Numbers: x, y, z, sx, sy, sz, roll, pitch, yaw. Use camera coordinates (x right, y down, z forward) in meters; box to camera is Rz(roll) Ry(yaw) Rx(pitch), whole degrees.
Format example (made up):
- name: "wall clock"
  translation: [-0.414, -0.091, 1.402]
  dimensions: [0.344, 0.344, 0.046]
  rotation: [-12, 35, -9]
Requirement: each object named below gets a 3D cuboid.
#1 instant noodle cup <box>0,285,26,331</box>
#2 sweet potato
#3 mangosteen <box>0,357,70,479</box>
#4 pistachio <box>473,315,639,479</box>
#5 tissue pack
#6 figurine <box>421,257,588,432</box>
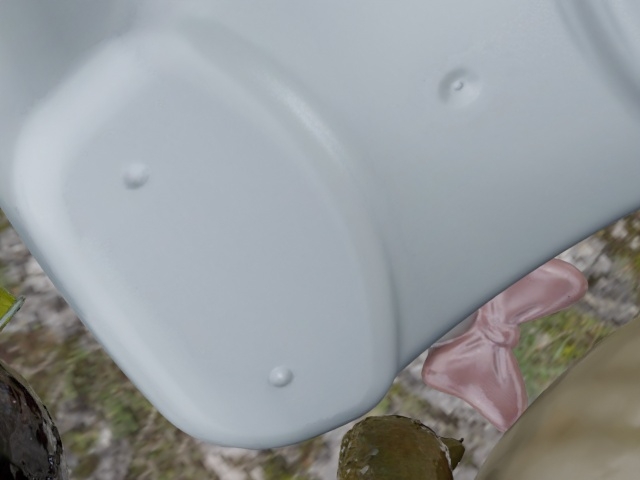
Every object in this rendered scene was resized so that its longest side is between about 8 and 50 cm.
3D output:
- name: "instant noodle cup"
  translation: [-0.333, 0.064, 1.210]
  dimensions: [0.153, 0.205, 0.205]
  rotation: [43, 111, -7]
- name: "sweet potato"
  translation: [0.012, 0.184, 0.908]
  dimensions: [0.124, 0.310, 0.098]
  rotation: [23, 129, 28]
- name: "mangosteen"
  translation: [-0.273, 0.147, 1.015]
  dimensions: [0.250, 0.211, 0.211]
  rotation: [17, 105, 35]
- name: "pistachio"
  translation: [0.218, 0.209, 1.001]
  dimensions: [0.281, 0.365, 0.445]
  rotation: [35, 113, -1]
- name: "tissue pack"
  translation: [0.022, -0.099, 0.675]
  dimensions: [0.333, 0.236, 0.229]
  rotation: [-32, 125, 1]
- name: "figurine"
  translation: [-0.004, -0.003, 1.372]
  dimensions: [0.421, 0.193, 0.154]
  rotation: [23, 102, 2]
